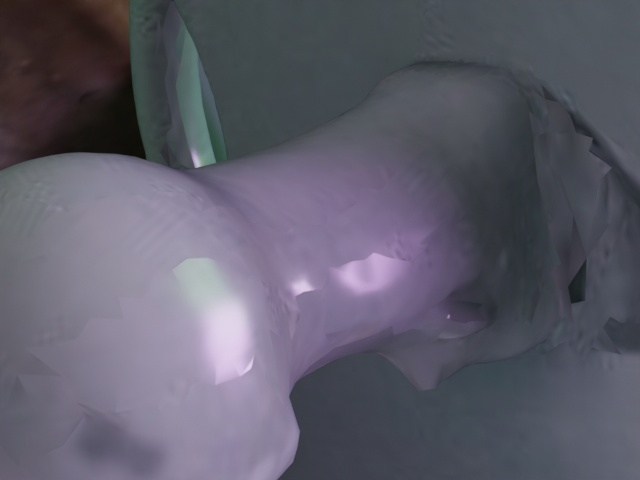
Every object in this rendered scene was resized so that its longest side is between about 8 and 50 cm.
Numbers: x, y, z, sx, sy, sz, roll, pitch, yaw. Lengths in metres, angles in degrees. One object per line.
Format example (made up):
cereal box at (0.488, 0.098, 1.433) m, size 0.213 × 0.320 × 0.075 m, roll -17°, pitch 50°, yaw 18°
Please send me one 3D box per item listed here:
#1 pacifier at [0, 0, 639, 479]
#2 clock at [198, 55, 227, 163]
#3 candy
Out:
pacifier at (0.000, 0.000, 0.478) m, size 0.288 × 0.269 × 0.343 m, roll 8°, pitch -69°, yaw 46°
clock at (-0.013, -0.068, 0.761) m, size 0.148 × 0.060 × 0.188 m, roll 32°, pitch 38°, yaw -75°
candy at (-0.109, -0.076, 0.758) m, size 0.102 × 0.104 × 0.234 m, roll 64°, pitch 4°, yaw 28°
